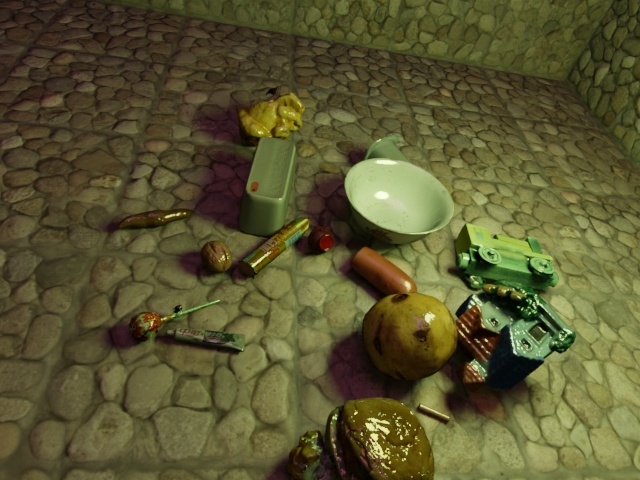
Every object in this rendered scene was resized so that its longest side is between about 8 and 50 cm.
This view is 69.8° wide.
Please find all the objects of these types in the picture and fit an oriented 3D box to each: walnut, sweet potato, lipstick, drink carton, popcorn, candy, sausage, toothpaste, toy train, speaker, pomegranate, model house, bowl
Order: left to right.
[{"bbox_3d":[-0.579,-0.080,1.640,0.274,0.067,0.067,-12,51,-32],"label":"sweet potato"},{"bbox_3d":[-0.432,0.227,1.390,0.288,0.078,0.084,-16,45,-37],"label":"candy"},{"bbox_3d":[-0.340,0.290,1.367,0.233,0.038,0.060,10,45,-8],"label":"toothpaste"},{"bbox_3d":[-0.348,0.056,1.546,0.105,0.105,0.124,-25,62,-33],"label":"walnut"},{"bbox_3d":[-0.201,-0.221,1.787,0.183,0.184,0.406,11,45,-5],"label":"speaker"},{"bbox_3d":[-0.217,-0.529,2.056,0.316,0.281,0.297,-32,18,-5],"label":"popcorn"},{"bbox_3d":[-0.145,0.007,1.660,0.082,0.082,0.371,33,47,17],"label":"sausage"},{"bbox_3d":[0.232,0.128,1.624,0.259,0.113,0.113,37,49,20],"label":"sausage"},{"bbox_3d":[0.308,-0.336,2.042,0.185,0.191,0.189,-16,59,-30],"label":"drink carton"},{"bbox_3d":[0.281,-0.117,1.807,0.435,0.196,0.435,8,45,-8],"label":"bowl"},{"bbox_3d":[0.263,0.283,1.377,0.281,0.281,0.281,8,46,-8],"label":"pomegranate"},{"bbox_3d":[0.334,0.507,1.350,0.094,0.019,0.019,22,46,7],"label":"lipstick"},{"bbox_3d":[0.530,0.300,1.409,0.329,0.252,0.295,-18,61,-35],"label":"model house"},{"bbox_3d":[0.711,0.074,1.777,0.397,0.160,0.253,12,38,-3],"label":"toy train"}]

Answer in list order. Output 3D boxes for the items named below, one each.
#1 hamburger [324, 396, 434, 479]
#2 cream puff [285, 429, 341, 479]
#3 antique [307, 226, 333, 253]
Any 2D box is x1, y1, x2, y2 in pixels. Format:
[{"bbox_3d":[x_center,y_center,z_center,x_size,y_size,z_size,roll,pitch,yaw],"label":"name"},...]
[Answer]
[{"bbox_3d":[0.161,0.518,1.165,0.285,0.134,0.265,14,41,-44],"label":"hamburger"},{"bbox_3d":[-0.020,0.560,1.147,0.121,0.156,0.156,-44,61,6],"label":"cream puff"},{"bbox_3d":[0.000,0.000,1.692,0.104,0.104,0.104,8,46,-8],"label":"antique"}]
